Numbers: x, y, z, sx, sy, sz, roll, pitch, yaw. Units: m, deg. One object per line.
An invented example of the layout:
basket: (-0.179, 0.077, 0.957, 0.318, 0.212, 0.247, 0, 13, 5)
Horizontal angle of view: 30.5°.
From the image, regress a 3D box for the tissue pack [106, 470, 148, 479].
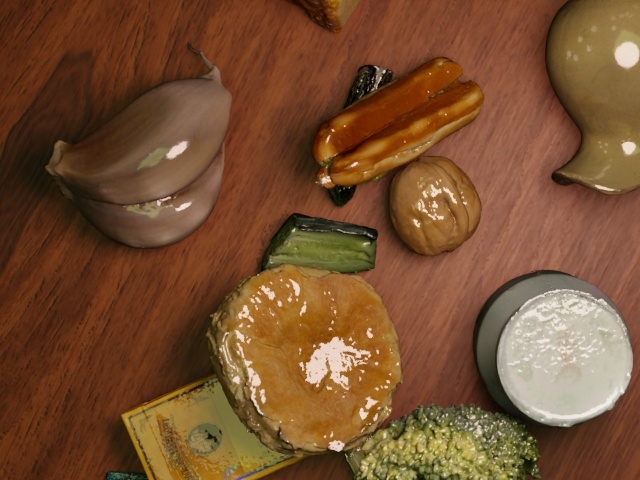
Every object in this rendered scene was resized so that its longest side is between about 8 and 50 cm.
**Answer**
tissue pack: (-0.329, 0.467, 2.007, 0.085, 0.028, 0.138, 2, 84, 3)

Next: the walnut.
walnut: (0.183, -0.057, 1.915, 0.166, 0.149, 0.167, 0, 90, -29)

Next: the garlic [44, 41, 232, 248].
garlic: (-0.253, -0.134, 1.966, 0.340, 0.231, 0.246, -41, 40, -12)

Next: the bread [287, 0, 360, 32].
bread: (-0.032, -0.509, 1.886, 0.279, 0.279, 0.207, 37, 90, 8)

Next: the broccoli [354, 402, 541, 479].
broccoli: (0.159, 0.395, 1.801, 0.249, 0.302, 0.375, 47, 131, -1)

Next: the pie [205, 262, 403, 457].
pie: (-0.016, 0.186, 1.890, 0.339, 0.083, 0.340, 7, 70, -21)

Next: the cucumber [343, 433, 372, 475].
cucumber: (0.072, 0.358, 1.963, 0.067, 0.035, 0.107, -28, 84, -14)

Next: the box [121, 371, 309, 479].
box: (-0.156, 0.314, 1.963, 0.301, 0.084, 0.193, -25, 84, 5)

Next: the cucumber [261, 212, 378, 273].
cucumber: (0.000, 0.000, 1.961, 0.193, 0.086, 0.115, 7, 133, 5)

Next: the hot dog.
hot dog: (0.115, -0.182, 1.899, 0.337, 0.100, 0.135, -33, 75, -24)

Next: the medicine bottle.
medicine bottle: (0.360, 0.168, 1.811, 0.245, 0.290, 0.245, 0, 88, 6)

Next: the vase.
vase: (0.520, -0.242, 1.862, 0.329, 0.241, 0.302, -8, 100, -20)

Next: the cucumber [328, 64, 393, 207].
cucumber: (0.055, -0.176, 1.969, 0.067, 0.067, 0.245, 20, 92, 6)
